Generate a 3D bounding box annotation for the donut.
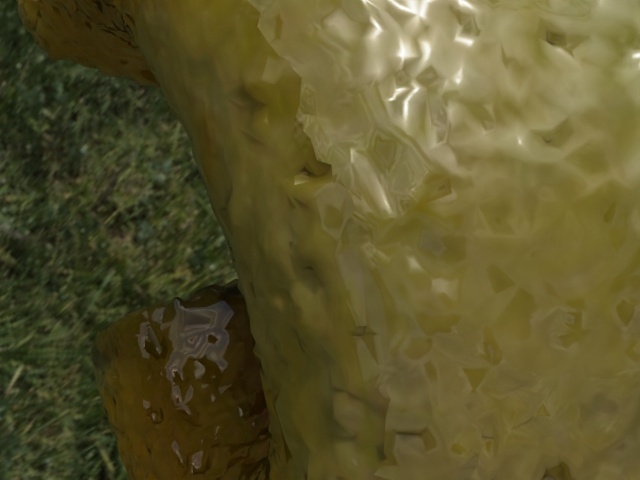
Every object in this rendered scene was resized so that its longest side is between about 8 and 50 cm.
[{"bbox_3d":[0.000,0.000,0.483,0.164,0.378,0.435,-12,108,-21],"label":"donut"}]
